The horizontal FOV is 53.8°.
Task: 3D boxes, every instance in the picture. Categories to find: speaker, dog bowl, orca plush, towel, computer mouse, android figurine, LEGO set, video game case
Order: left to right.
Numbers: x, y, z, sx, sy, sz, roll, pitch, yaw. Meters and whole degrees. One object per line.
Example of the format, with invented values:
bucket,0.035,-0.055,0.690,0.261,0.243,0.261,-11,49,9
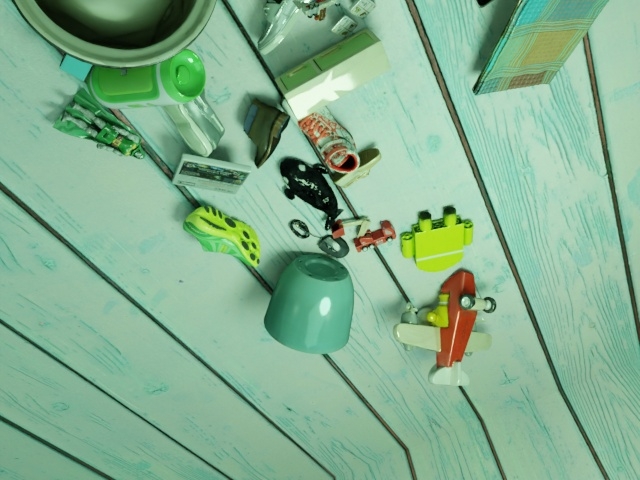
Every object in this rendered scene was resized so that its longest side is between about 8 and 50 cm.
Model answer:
dog bowl,-0.414,-0.545,1.258,0.407,0.150,0.408,-4,100,-20
speaker,-0.405,-0.371,1.452,0.296,0.131,0.131,5,145,36
video game case,-0.306,-0.183,1.760,0.190,0.022,0.173,9,160,-20
orca plush,-0.023,-0.121,1.877,0.151,0.102,0.287,-20,133,7
computer mouse,0.000,0.000,2.038,0.242,0.041,0.071,25,123,-30
LEGO set,0.055,-0.576,1.457,0.182,0.060,0.244,-41,164,24
android figurine,0.395,0.008,2.120,0.248,0.056,0.273,-13,133,0
towel,0.561,-0.510,1.577,0.271,0.040,0.370,-13,154,-18

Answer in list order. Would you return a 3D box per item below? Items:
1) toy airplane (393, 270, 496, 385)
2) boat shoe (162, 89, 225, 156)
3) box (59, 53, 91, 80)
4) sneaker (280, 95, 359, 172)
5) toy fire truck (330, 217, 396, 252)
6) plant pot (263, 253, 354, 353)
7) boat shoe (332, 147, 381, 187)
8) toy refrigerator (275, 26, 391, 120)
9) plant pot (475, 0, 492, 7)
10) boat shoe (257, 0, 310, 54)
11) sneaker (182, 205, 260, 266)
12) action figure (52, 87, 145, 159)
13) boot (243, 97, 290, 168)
toy airplane,0.451,0.341,2.298,0.384,0.272,0.386,-38,122,-20
boat shoe,-0.345,-0.367,1.607,0.099,0.116,0.319,-48,131,-27
box,-0.509,-0.492,1.429,0.060,0.101,0.244,25,122,-29
sneaker,0.007,-0.288,1.699,0.090,0.145,0.270,-37,129,21
toy fire truck,0.140,-0.030,2.036,0.192,0.047,0.135,-21,132,6
plant pot,-0.020,0.188,2.052,0.292,0.293,0.235,6,116,-17
boat shoe,0.115,-0.211,1.857,0.170,0.063,0.059,-30,135,28
toy refrigerator,0.029,-0.422,1.582,0.269,0.102,0.094,-29,131,3
plant pot,0.375,-0.675,1.406,0.188,0.167,0.187,-32,131,16
boat shoe,-0.093,-0.549,1.490,0.081,0.079,0.227,30,114,-26
sneaker,-0.296,-0.010,1.939,0.123,0.109,0.295,-17,140,36
action figure,-0.556,-0.279,1.647,0.137,0.063,0.232,-42,131,21
boot,-0.164,-0.293,1.726,0.106,0.082,0.219,34,138,-1
